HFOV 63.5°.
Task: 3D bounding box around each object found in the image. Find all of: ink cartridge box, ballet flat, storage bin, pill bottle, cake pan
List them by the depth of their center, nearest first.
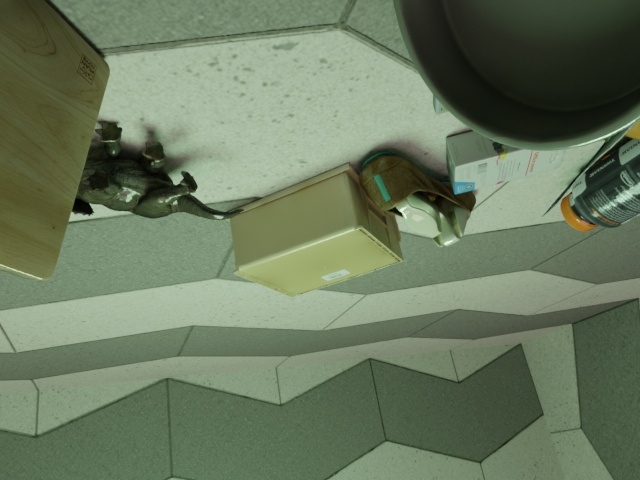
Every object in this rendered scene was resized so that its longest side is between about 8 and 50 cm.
[{"bbox_3d":[0.171,-0.218,0.407,0.054,0.293,0.293,-27,165,-25],"label":"cake pan"},{"bbox_3d":[0.309,-0.146,0.871,0.182,0.061,0.104,-13,157,8],"label":"ink cartridge box"},{"bbox_3d":[0.201,-0.057,0.950,0.116,0.124,0.342,-34,149,28],"label":"ballet flat"},{"bbox_3d":[0.580,-0.107,0.988,0.131,0.130,0.245,0,155,-23],"label":"pill bottle"},{"bbox_3d":[0.000,0.000,1.006,0.263,0.123,0.260,-20,155,20],"label":"storage bin"}]

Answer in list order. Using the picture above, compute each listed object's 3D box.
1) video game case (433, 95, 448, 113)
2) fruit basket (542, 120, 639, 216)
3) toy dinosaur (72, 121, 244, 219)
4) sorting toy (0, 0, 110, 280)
[{"bbox_3d":[0.240,-0.251,0.653,0.194,0.023,0.212,-13,157,6],"label":"video game case"},{"bbox_3d":[0.377,-0.203,0.569,0.327,0.165,0.353,-49,169,-5],"label":"fruit basket"},{"bbox_3d":[-0.272,-0.081,0.756,0.314,0.120,0.160,-1,168,-31],"label":"toy dinosaur"},{"bbox_3d":[-0.328,-0.121,0.445,0.090,0.255,0.257,0,160,17],"label":"sorting toy"}]
